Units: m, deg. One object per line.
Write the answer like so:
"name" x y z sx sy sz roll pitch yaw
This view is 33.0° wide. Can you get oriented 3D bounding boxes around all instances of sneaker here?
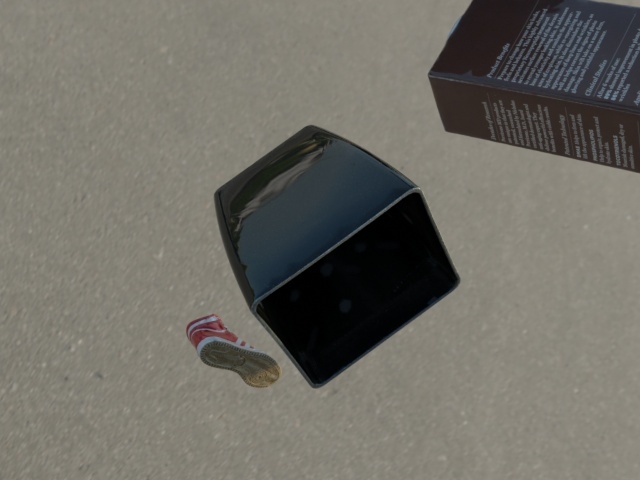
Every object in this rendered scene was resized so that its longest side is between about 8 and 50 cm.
"sneaker" -0.097 0.120 1.188 0.118 0.042 0.067 31 9 -40

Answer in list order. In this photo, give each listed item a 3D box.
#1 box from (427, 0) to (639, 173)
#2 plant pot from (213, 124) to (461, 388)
"box" 0.365 -0.222 1.506 0.381 0.143 0.191 18 62 29
"plant pot" 0.000 0.000 1.073 0.187 0.188 0.167 -36 54 -3
